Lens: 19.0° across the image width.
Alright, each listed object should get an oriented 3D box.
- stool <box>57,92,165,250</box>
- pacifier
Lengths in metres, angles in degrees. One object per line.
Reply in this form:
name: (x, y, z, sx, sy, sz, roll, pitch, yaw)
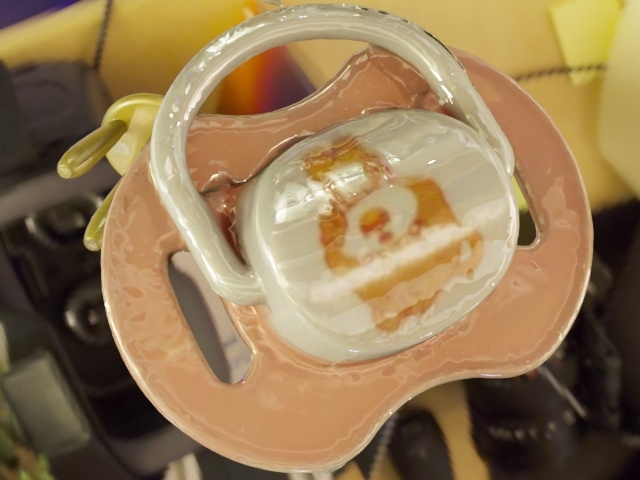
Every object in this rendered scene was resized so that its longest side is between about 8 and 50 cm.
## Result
stool: (-0.165, -0.062, 1.747, 0.134, 0.110, 0.135, 33, 131, -9)
pacifier: (0.016, 0.009, 1.220, 0.332, 0.220, 0.273, -25, 139, -21)
